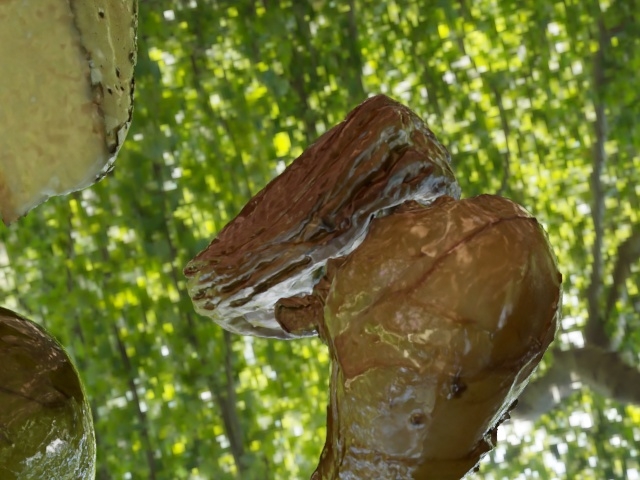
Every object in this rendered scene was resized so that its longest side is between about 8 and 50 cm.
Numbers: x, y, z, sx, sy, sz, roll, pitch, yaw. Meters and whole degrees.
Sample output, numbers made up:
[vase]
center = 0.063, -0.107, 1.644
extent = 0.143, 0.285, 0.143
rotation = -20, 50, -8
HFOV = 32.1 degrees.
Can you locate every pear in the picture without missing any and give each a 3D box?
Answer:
[pear]
center = -0.314, 0.166, 0.861
extent = 0.283, 0.284, 0.283
rotation = -13, -176, 1

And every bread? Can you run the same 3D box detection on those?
[bread]
center = -0.369, -0.237, 1.328
extent = 0.248, 0.315, 0.279
rotation = -16, 144, 21

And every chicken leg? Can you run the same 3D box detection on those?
[chicken leg]
center = 0.022, 0.074, 0.434
extent = 0.085, 0.208, 0.101
rotation = 2, -155, -44

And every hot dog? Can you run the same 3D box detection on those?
[hot dog]
center = 0.000, 0.000, 0.996
extent = 0.272, 0.122, 0.196
rotation = -41, 148, 15
